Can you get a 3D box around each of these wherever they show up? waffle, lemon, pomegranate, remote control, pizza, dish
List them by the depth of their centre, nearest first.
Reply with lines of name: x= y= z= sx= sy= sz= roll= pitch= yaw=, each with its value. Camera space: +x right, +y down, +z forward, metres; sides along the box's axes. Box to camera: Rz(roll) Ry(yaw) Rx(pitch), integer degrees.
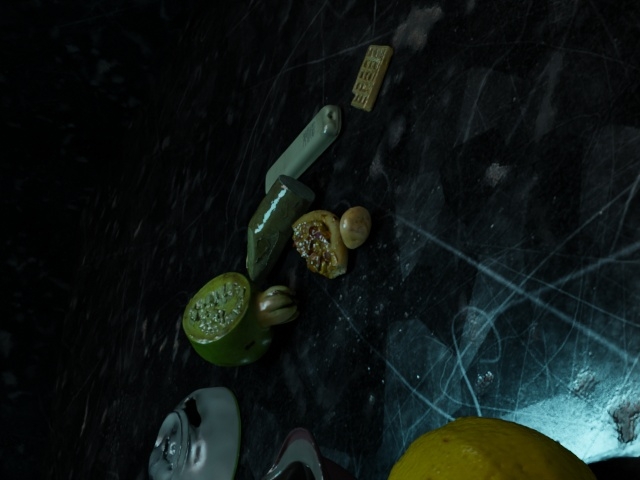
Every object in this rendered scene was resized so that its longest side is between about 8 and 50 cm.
lemon: x=0.182 y=0.312 z=0.886 sx=0.320 sy=0.245 sz=0.245 roll=-165 pitch=92 yaw=-74
pizza: x=-0.003 y=0.000 z=1.657 sx=0.127 sy=0.058 sz=0.246 roll=-62 pitch=25 yaw=22
waffle: x=0.101 y=-0.329 z=1.699 sx=0.092 sy=0.021 sz=0.135 roll=34 pitch=104 yaw=62
pomegranate: x=-0.157 y=0.163 z=1.773 sx=0.241 sy=0.159 sz=0.190 roll=-41 pitch=39 yaw=2
dish: x=-0.302 y=0.477 z=1.881 sx=0.324 sy=0.124 sz=0.324 roll=-41 pitch=40 yaw=47
remote control: x=-0.045 y=-0.193 z=1.883 sx=0.309 sy=0.038 sz=0.090 roll=-43 pitch=40 yaw=47

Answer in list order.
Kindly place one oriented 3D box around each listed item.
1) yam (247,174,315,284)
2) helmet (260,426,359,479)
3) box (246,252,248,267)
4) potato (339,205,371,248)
yam: x=-0.107 y=-0.024 z=1.838 sx=0.259 sy=0.106 sz=0.106 roll=-56 pitch=30 yaw=27
helmet: x=0.001 y=0.459 z=1.207 sx=0.338 sy=0.197 sz=0.271 roll=-70 pitch=18 yaw=-8
box: x=-0.161 y=0.031 z=1.961 sx=0.093 sy=0.015 sz=0.058 roll=112 pitch=170 yaw=-77
potato: x=0.062 y=-0.023 z=1.541 sx=0.062 sy=0.068 sz=0.083 roll=50 pitch=146 yaw=15
